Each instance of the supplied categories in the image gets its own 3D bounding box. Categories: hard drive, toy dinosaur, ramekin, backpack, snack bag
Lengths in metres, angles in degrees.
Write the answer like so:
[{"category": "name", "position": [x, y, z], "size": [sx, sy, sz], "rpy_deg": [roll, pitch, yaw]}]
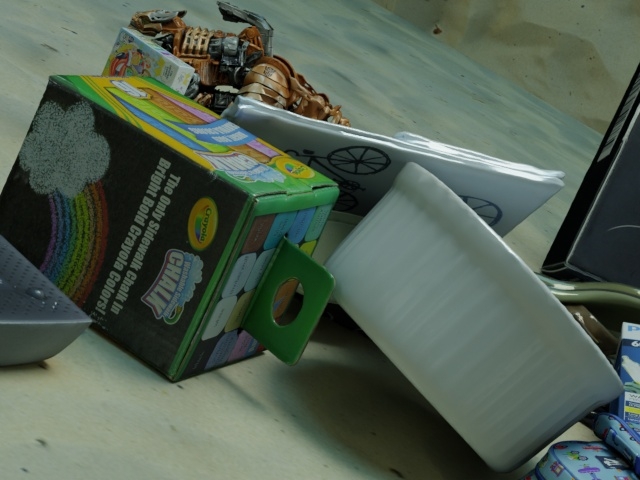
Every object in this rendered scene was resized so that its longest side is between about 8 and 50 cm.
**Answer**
[{"category": "hard drive", "position": [-0.313, 0.034, 1.113], "size": [0.172, 0.054, 0.255], "rpy_deg": [37, 19, 36]}, {"category": "toy dinosaur", "position": [-0.089, -0.148, 1.753], "size": [0.322, 0.218, 0.164], "rpy_deg": [32, 16, 24]}, {"category": "ramekin", "position": [0.125, 0.076, 1.339], "size": [0.277, 0.135, 0.277], "rpy_deg": [47, -1, 1]}, {"category": "backpack", "position": [0.250, 0.219, 1.267], "size": [0.173, 0.117, 0.158], "rpy_deg": [15, 17, -23]}, {"category": "snack bag", "position": [0.034, -0.047, 1.562], "size": [0.343, 0.037, 0.323], "rpy_deg": [13, -21, -12]}]

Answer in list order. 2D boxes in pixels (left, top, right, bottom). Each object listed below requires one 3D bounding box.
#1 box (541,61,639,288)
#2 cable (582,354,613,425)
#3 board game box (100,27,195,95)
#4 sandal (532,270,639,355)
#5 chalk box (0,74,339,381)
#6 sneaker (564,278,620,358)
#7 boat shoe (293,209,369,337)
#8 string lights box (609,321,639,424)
[{"category": "box", "position": [0.617, -0.071, 2.013], "size": [0.472, 0.480, 0.297], "rpy_deg": [26, -1, 3]}, {"category": "cable", "position": [0.318, 0.163, 1.682], "size": [0.150, 0.047, 0.184], "rpy_deg": [31, 16, 19]}, {"category": "board game box", "position": [-0.209, -0.144, 1.670], "size": [0.103, 0.154, 0.026], "rpy_deg": [35, 18, 32]}, {"category": "sandal", "position": [0.300, 0.099, 1.808], "size": [0.303, 0.086, 0.120], "rpy_deg": [10, -19, 8]}, {"category": "chalk box", "position": [-0.112, -0.003, 1.318], "size": [0.289, 0.180, 0.179], "rpy_deg": [32, 17, 18]}, {"category": "sneaker", "position": [0.344, 0.097, 1.919], "size": [0.152, 0.058, 0.084], "rpy_deg": [19, 24, 0]}, {"category": "boat shoe", "position": [0.071, 0.044, 1.570], "size": [0.340, 0.127, 0.113], "rpy_deg": [12, -4, -37]}, {"category": "string lights box", "position": [0.356, 0.178, 1.507], "size": [0.133, 0.076, 0.259], "rpy_deg": [9, 23, 8]}]
